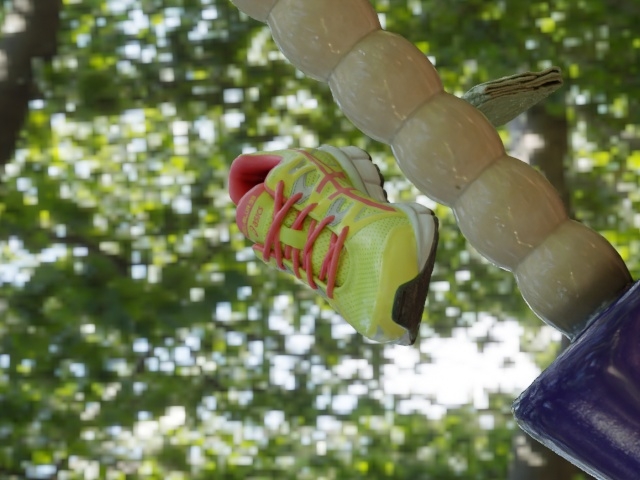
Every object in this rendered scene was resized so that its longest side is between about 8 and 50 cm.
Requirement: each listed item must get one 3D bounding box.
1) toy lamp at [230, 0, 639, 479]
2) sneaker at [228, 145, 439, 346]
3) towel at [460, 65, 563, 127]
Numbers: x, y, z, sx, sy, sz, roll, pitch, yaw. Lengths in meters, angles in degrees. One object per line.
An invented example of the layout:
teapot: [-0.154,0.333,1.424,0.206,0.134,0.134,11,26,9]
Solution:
toy lamp: [0.031,-0.030,0.483,0.275,0.080,0.080,47,-169,11]
sneaker: [0.000,0.000,0.967,0.208,0.094,0.081,-133,54,-63]
towel: [0.186,-0.148,1.819,0.148,0.110,0.027,-37,68,62]
